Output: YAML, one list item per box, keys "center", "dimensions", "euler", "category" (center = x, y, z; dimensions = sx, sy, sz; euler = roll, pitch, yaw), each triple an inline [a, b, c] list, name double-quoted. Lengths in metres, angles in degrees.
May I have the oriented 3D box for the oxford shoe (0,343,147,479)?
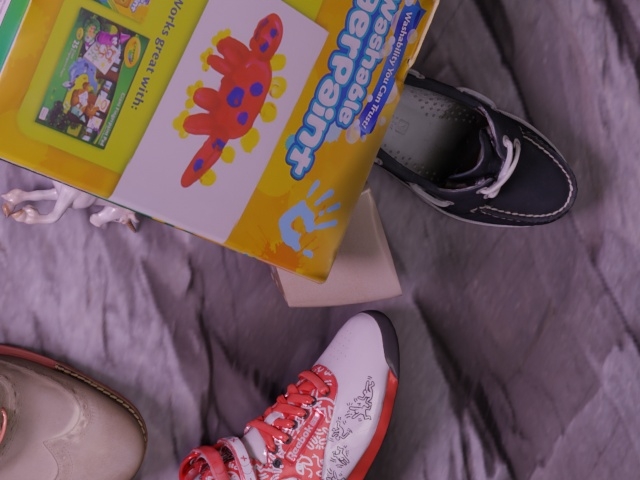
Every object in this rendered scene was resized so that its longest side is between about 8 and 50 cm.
- center: [-0.307, 0.154, 1.572]
  dimensions: [0.397, 0.146, 0.140]
  euler: [11, 96, -28]
  category: "oxford shoe"

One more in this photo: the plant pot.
- center: [0.000, 0.000, 1.708]
  dimensions: [0.096, 0.109, 0.109]
  euler: [-20, 112, -7]
  category: "plant pot"

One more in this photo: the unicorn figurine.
- center: [-0.211, -0.056, 1.613]
  dimensions: [0.111, 0.060, 0.162]
  euler: [-20, 111, -19]
  category: "unicorn figurine"

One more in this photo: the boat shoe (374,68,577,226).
- center: [0.117, -0.078, 1.746]
  dimensions: [0.302, 0.091, 0.114]
  euler: [18, 95, -28]
  category: "boat shoe"

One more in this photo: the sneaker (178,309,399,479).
- center: [-0.034, 0.179, 1.742]
  dimensions: [0.145, 0.090, 0.270]
  euler: [15, 99, -30]
  category: "sneaker"

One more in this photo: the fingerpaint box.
- center: [-0.082, -0.236, 1.515]
  dimensions: [0.371, 0.163, 0.445]
  euler: [21, 91, -44]
  category: "fingerpaint box"
